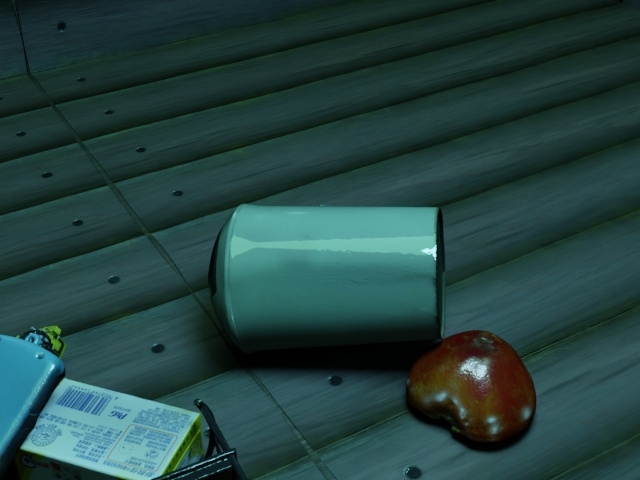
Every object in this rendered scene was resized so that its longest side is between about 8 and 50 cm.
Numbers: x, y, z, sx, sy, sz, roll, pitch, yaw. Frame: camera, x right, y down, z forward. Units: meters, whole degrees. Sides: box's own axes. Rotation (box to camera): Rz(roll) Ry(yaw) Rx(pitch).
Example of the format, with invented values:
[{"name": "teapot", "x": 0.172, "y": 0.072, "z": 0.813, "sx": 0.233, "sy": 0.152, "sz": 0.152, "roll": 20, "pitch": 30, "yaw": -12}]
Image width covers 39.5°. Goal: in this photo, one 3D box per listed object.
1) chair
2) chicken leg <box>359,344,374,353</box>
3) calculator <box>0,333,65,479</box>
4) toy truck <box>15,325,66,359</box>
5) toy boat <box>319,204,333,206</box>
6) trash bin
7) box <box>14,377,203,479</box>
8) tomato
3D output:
[{"name": "chair", "x": -0.177, "y": 0.388, "z": 1.337, "sx": 0.141, "sy": 0.155, "sz": 0.260, "roll": -16, "pitch": 40, "yaw": -22}, {"name": "chicken leg", "x": 0.124, "y": 0.142, "z": 1.767, "sx": 0.089, "sy": 0.048, "sz": 0.219, "roll": 22, "pitch": 41, "yaw": 32}, {"name": "calculator", "x": -0.529, "y": 0.271, "z": 1.407, "sx": 0.172, "sy": 0.051, "sz": 0.293, "roll": 16, "pitch": 60, "yaw": 19}, {"name": "toy truck", "x": -0.542, "y": 0.264, "z": 1.547, "sx": 0.136, "sy": 0.111, "sz": 0.286, "roll": -18, "pitch": 35, "yaw": 32}, {"name": "toy boat", "x": -0.002, "y": 0.008, "z": 1.891, "sx": 0.140, "sy": 0.141, "sz": 0.269, "roll": 15, "pitch": 52, "yaw": 21}, {"name": "trash bin", "x": 0.009, "y": 0.066, "z": 1.642, "sx": 0.431, "sy": 0.280, "sz": 0.280, "roll": -2, "pitch": 35, "yaw": 11}, {"name": "box", "x": -0.344, "y": 0.339, "z": 1.452, "sx": 0.265, "sy": 0.097, "sz": 0.168, "roll": 10, "pitch": 37, "yaw": 15}, {"name": "tomato", "x": 0.269, "y": 0.234, "z": 1.559, "sx": 0.233, "sy": 0.140, "sz": 0.200, "roll": 21, "pitch": 34, "yaw": 28}]
